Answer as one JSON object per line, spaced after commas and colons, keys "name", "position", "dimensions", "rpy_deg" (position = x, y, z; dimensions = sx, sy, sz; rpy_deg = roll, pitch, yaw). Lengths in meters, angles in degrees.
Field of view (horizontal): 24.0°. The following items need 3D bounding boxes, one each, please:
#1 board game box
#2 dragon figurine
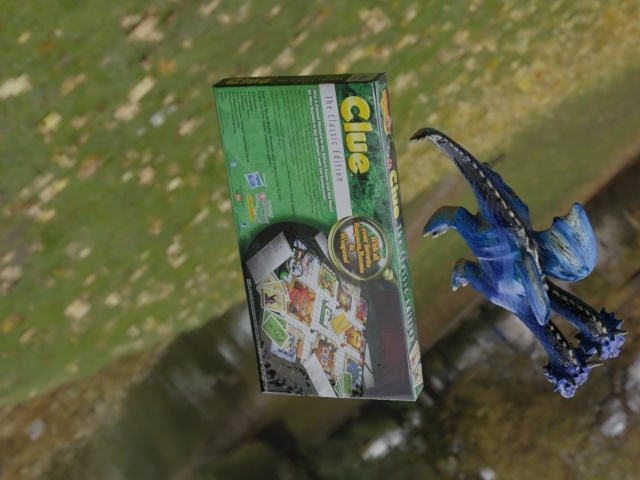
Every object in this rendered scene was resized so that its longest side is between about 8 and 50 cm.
{"name": "board game box", "position": [0.000, 0.000, 1.163], "dimensions": [0.136, 0.259, 0.030], "rpy_deg": [2, -158, 25]}
{"name": "dragon figurine", "position": [0.165, 0.010, 1.204], "dimensions": [0.085, 0.144, 0.289], "rpy_deg": [-44, 140, -20]}
